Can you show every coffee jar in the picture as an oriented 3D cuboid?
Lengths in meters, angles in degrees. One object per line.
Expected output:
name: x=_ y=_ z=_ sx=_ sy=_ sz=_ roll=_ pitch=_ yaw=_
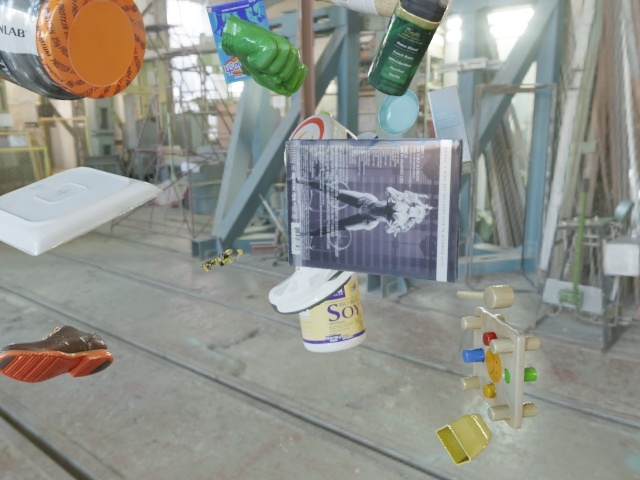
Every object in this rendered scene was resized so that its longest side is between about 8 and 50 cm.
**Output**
coffee jar: x=0.147 y=-0.344 z=0.924 sx=0.078 sy=0.184 sz=0.096 roll=20 pitch=47 yaw=-4

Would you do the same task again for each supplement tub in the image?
supplement tub: x=0.031 y=0.226 z=2.038 sx=0.240 sy=0.332 sz=0.241 roll=-9 pitch=3 yaw=1
supplement tub: x=-0.446 y=-0.341 z=0.844 sx=0.337 sy=0.207 sz=0.207 roll=24 pitch=22 yaw=26

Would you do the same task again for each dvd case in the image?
dvd case: x=0.059 y=-0.041 z=0.668 sx=0.221 sy=0.165 sz=0.018 roll=5 pitch=12 yaw=25

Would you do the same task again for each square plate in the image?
square plate: x=-0.625 y=-0.096 z=1.333 sx=0.343 sy=0.049 sz=0.347 roll=16 pitch=36 yaw=33

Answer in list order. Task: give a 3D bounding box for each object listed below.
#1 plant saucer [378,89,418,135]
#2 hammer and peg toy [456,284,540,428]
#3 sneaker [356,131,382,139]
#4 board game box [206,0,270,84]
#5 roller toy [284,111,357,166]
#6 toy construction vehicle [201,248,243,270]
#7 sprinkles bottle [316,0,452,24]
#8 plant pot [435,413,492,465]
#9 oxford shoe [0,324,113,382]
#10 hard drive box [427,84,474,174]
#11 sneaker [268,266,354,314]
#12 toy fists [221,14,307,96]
plant saucer: x=0.201 y=-0.322 z=1.381 sx=0.119 sy=0.120 sz=0.021 roll=10 pitch=1 yaw=41
hammer and peg toy: x=0.475 y=0.280 z=1.476 sx=0.127 sy=0.362 sz=0.266 roll=-3 pitch=9 yaw=-8
sneaker: x=0.222 y=-0.196 z=1.770 sx=0.127 sy=0.316 sz=0.182 roll=-35 pitch=-7 yaw=2
board game box: x=-0.217 y=-0.564 z=1.547 sx=0.159 sy=0.211 sz=0.047 roll=-14 pitch=31 yaw=-3
roller toy: x=0.006 y=-0.242 z=1.549 sx=0.146 sy=0.209 sz=0.191 roll=30 pitch=12 yaw=-38
toy construction vehicle: x=-0.279 y=0.057 z=1.573 sx=0.085 sy=0.035 sz=0.098 roll=-18 pitch=12 yaw=47
sprinkles bottle: x=0.121 y=-0.571 z=1.232 sx=0.355 sy=0.121 sz=0.121 roll=30 pitch=28 yaw=33
plant pot: x=0.306 y=0.407 z=1.145 sx=0.083 sy=0.082 sz=0.081 roll=-25 pitch=-21 yaw=-22
oxford shoe: x=-0.573 y=0.236 z=1.171 sx=0.096 sy=0.098 sz=0.271 roll=-39 pitch=-24 yaw=10
hard drive box: x=0.399 y=-0.325 z=1.665 sx=0.089 sy=0.233 sz=0.181 roll=-11 pitch=-9 yaw=17
sneaker: x=0.000 y=-0.001 z=1.463 sx=0.447 sy=0.258 sz=0.169 roll=-32 pitch=21 yaw=13
toy fists: x=-0.110 y=-0.379 z=1.173 sx=0.142 sy=0.096 sz=0.279 roll=22 pitch=3 yaw=6
